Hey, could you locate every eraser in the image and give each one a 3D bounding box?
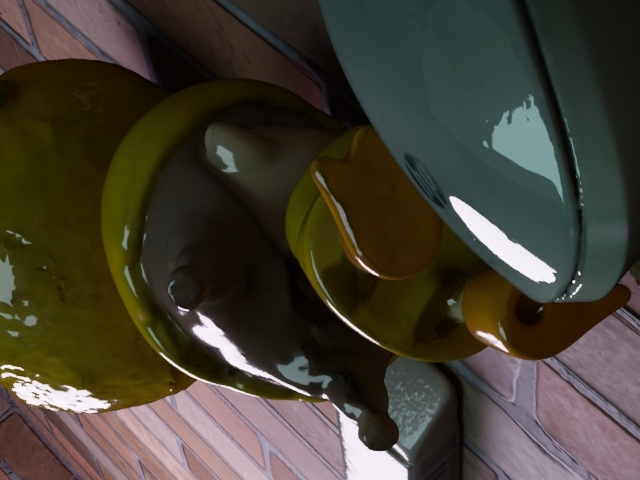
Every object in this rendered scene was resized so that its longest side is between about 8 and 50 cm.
[{"bbox_3d":[0.065,0.196,1.128,0.089,0.061,0.352,40,156,28],"label":"eraser"}]

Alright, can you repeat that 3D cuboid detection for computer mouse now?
[{"bbox_3d":[0.042,-0.107,0.538,0.288,0.097,0.159,63,175,13],"label":"computer mouse"}]

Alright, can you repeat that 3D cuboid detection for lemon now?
[{"bbox_3d":[-0.175,0.001,1.055,0.260,0.260,0.284,36,140,37],"label":"lemon"}]

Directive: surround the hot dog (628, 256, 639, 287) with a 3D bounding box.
[{"bbox_3d":[0.163,-0.035,0.533,0.131,0.069,0.253,47,161,33],"label":"hot dog"}]

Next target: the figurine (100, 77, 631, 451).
[{"bbox_3d":[0.000,0.000,0.763,0.215,0.187,0.343,46,164,-15],"label":"figurine"}]
